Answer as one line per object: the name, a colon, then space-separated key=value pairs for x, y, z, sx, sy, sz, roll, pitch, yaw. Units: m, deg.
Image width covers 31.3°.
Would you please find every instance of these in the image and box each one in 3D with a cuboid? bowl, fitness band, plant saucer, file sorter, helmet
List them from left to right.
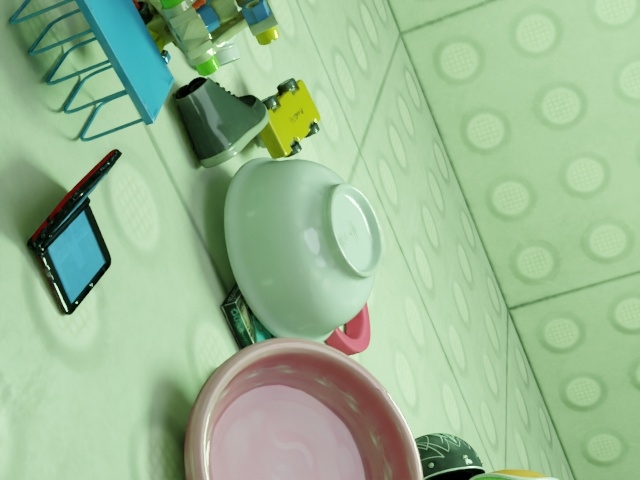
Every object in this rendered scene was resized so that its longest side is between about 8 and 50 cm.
file sorter: x=-0.262 y=-0.217 z=1.319 sx=0.118 sy=0.105 sz=0.170 roll=-79 pitch=147 yaw=-56
plant saucer: x=-0.026 y=0.285 z=1.392 sx=0.332 sy=0.084 sz=0.332 roll=18 pitch=55 yaw=-28
bowl: x=0.000 y=0.000 z=1.680 sx=0.298 sy=0.134 sz=0.297 roll=34 pitch=47 yaw=-46
fitness band: x=0.025 y=0.063 z=2.032 sx=0.209 sy=0.054 sz=0.290 roll=41 pitch=36 yaw=-64
helmet: x=0.196 y=0.405 z=1.923 sx=0.169 sy=0.169 sz=0.161 roll=8 pitch=84 yaw=-71

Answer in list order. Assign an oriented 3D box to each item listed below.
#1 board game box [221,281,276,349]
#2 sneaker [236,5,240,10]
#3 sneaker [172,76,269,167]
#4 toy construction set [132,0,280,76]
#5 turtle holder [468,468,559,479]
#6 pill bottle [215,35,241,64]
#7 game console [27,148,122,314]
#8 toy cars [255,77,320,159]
board game box: x=-0.088 y=0.108 z=1.671 sx=0.186 sy=0.026 sz=0.126 roll=-66 pitch=136 yaw=-65
sneaker: x=-0.176 y=-0.409 z=1.846 sx=0.071 sy=0.068 sz=0.169 roll=-34 pitch=106 yaw=-66
sneaker: x=-0.145 y=-0.205 z=1.708 sx=0.222 sy=0.083 sz=0.118 roll=-68 pitch=137 yaw=-63
toy construction set: x=-0.161 y=-0.309 z=1.474 sx=0.151 sy=0.215 sz=0.328 roll=60 pitch=-6 yaw=-18
turtle holder: x=0.332 y=0.505 z=1.775 sx=0.227 sy=0.243 sz=0.320 roll=-18 pitch=58 yaw=-42
pill bottle: x=-0.175 y=-0.334 z=1.752 sx=0.078 sy=0.078 sz=0.137 roll=-40 pitch=111 yaw=-72
game console: x=-0.243 y=-0.012 z=1.220 sx=0.085 sy=0.124 sz=0.144 roll=41 pitch=24 yaw=-9
toy cars: x=-0.067 y=-0.104 z=1.859 sx=0.176 sy=0.087 sz=0.393 roll=34 pitch=44 yaw=-49
